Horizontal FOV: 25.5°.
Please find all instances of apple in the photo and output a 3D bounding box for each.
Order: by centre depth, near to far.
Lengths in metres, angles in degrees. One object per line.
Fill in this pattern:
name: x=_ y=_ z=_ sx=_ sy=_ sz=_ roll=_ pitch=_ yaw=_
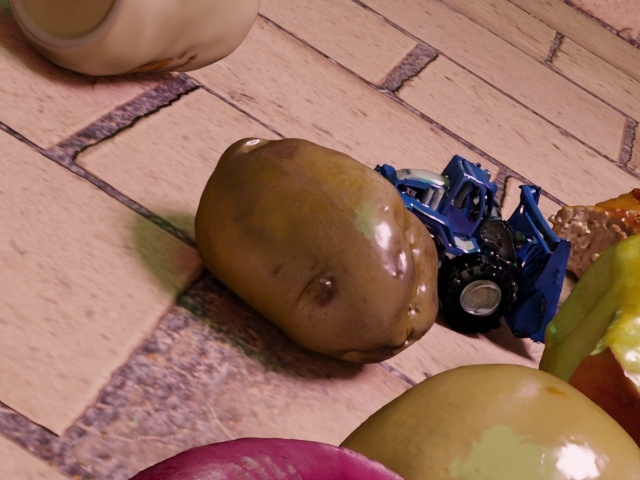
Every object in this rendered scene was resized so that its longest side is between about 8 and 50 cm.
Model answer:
apple: x=0.086 y=0.160 z=0.771 sx=0.200 sy=0.200 sz=0.200 roll=27 pitch=22 yaw=-12
apple: x=0.270 y=0.100 z=1.051 sx=0.246 sy=0.246 sz=0.226 roll=17 pitch=16 yaw=-31

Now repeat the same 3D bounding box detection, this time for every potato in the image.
potato: x=-0.003 y=0.004 z=1.053 sx=0.200 sy=0.137 sz=0.154 roll=40 pitch=-7 yaw=20

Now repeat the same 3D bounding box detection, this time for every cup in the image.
cup: x=-0.201 y=-0.262 z=1.295 sx=0.255 sy=0.173 sz=0.202 roll=40 pitch=22 yaw=18

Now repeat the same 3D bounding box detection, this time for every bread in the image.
bread: x=0.360 y=0.014 z=1.532 sx=0.185 sy=0.109 sz=0.380 roll=42 pitch=25 yaw=22

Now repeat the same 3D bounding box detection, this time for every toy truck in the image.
toy truck: x=0.135 y=0.001 z=1.237 sx=0.208 sy=0.126 sz=0.113 roll=24 pitch=23 yaw=-21

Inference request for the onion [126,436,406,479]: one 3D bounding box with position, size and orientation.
onion: x=-0.031 y=0.173 z=0.608 sx=0.207 sy=0.200 sz=0.200 roll=-40 pitch=66 yaw=-21
